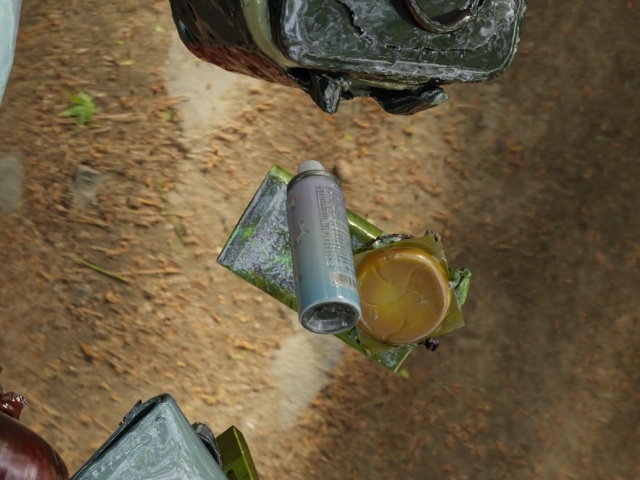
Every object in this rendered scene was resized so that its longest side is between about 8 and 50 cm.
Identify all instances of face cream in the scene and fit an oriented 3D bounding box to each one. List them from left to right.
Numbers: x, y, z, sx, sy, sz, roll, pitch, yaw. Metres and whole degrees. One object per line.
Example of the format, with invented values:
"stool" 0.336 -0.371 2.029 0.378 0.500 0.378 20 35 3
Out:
"face cream" 0.000 0.000 1.451 0.075 0.075 0.229 21 44 -31

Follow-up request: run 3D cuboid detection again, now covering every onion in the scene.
"onion" -0.471 0.299 1.698 0.273 0.273 0.285 35 59 -29

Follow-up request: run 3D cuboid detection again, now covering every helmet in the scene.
"helmet" -0.147 0.253 1.375 0.065 0.049 0.084 13 58 -52

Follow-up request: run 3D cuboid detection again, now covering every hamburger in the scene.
"hamburger" 0.106 0.065 1.608 0.190 0.093 0.164 -5 104 3

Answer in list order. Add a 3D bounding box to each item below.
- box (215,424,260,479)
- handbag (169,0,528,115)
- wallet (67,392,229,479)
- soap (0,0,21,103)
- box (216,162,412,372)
"box" -0.134 0.350 1.619 0.121 0.193 0.030 -38 128 6
"handbag" 0.028 -0.189 0.910 0.254 0.181 0.181 -2 104 -38
"wallet" -0.184 0.326 1.147 0.290 0.054 0.251 -40 112 -26
"soap" -0.282 -0.203 0.831 0.109 0.193 0.323 16 70 -38
"box" 0.022 0.042 1.737 0.311 0.043 0.173 32 116 -1
